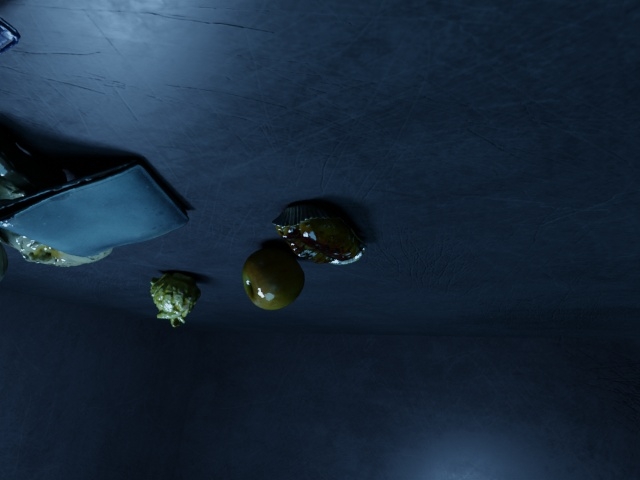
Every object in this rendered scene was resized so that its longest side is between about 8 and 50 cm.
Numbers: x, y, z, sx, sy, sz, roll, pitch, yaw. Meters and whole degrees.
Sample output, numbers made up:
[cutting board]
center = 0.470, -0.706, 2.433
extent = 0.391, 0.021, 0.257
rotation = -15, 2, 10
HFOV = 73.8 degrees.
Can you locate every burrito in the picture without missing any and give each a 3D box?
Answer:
[burrito]
center = -0.673, -0.116, 0.903
extent = 0.188, 0.058, 0.045
rotation = 2, -175, 13

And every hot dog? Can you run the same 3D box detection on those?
[hot dog]
center = 0.000, 0.000, 0.950
extent = 0.162, 0.082, 0.270
rotation = 0, 161, 24

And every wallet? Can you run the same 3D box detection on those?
[wallet]
center = -0.446, -0.050, 0.862
extent = 0.289, 0.054, 0.251
rotation = -17, 162, 0

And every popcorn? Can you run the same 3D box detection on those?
[popcorn]
center = -0.546, 0.217, 1.617
extent = 0.166, 0.186, 0.188
rotation = -12, 132, -6

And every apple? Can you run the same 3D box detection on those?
[apple]
center = -0.127, 0.101, 1.163
extent = 0.155, 0.183, 0.182
rotation = -17, 172, -27

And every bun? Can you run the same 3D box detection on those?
[bun]
center = -0.649, -0.014, 1.045
extent = 0.286, 0.147, 0.287
rotation = 5, 163, 2

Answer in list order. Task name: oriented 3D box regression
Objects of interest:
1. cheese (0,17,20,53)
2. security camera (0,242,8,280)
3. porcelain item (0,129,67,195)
[cheese]
center = -0.413, -0.260, 0.365
extent = 0.176, 0.070, 0.270
rotation = -5, 158, 31
[security camera]
center = -0.812, 0.006, 0.918
extent = 0.277, 0.197, 0.191
rotation = 31, 141, 10
[porcelain item]
center = -0.542, -0.139, 0.741
extent = 0.069, 0.081, 0.216
rotation = -9, 159, 3
